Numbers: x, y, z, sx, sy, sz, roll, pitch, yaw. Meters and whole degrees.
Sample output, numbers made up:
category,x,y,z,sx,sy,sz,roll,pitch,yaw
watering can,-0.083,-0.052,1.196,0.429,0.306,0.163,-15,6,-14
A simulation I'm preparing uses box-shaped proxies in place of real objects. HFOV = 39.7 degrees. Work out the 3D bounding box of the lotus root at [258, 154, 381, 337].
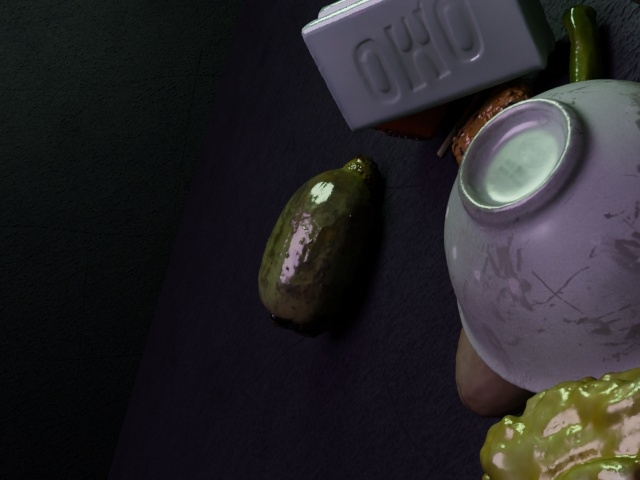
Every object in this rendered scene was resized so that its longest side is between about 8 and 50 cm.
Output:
category,x,y,z,sx,sy,sz,roll,pitch,yaw
lotus root,0.000,0.000,1.418,0.309,0.173,0.173,-68,20,-5

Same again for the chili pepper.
category,x,y,z,sx,sy,sz,roll,pitch,yaw
chili pepper,0.277,-0.163,0.959,0.052,0.050,0.201,116,167,-72

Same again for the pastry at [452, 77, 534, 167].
category,x,y,z,sx,sy,sz,roll,pitch,yaw
pastry,0.213,-0.140,1.098,0.080,0.056,0.140,-80,16,-51

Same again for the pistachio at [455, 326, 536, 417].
category,x,y,z,sx,sy,sz,roll,pitch,yaw
pistachio,0.190,0.111,0.882,0.149,0.113,0.113,-60,24,22

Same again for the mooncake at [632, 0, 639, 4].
category,x,y,z,sx,sy,sz,roll,pitch,yaw
mooncake,0.351,-0.333,0.782,0.275,0.135,0.274,-45,38,50

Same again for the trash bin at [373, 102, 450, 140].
category,x,y,z,sx,sy,sz,roll,pitch,yaw
trash bin,0.148,-0.272,1.238,0.161,0.185,0.238,-105,26,-55

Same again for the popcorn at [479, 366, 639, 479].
category,x,y,z,sx,sy,sz,roll,pitch,yaw
popcorn,0.231,0.203,0.619,0.225,0.174,0.286,-63,22,6

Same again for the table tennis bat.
category,x,y,z,sx,sy,sz,roll,pitch,yaw
table tennis bat,0.197,-0.172,1.180,0.087,0.013,0.156,-53,-6,-50

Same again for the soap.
category,x,y,z,sx,sy,sz,roll,pitch,yaw
soap,0.130,-0.249,1.082,0.265,0.159,0.087,-15,25,32

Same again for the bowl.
category,x,y,z,sx,sy,sz,roll,pitch,yaw
bowl,0.205,-0.038,0.761,0.313,0.146,0.313,-30,41,30
